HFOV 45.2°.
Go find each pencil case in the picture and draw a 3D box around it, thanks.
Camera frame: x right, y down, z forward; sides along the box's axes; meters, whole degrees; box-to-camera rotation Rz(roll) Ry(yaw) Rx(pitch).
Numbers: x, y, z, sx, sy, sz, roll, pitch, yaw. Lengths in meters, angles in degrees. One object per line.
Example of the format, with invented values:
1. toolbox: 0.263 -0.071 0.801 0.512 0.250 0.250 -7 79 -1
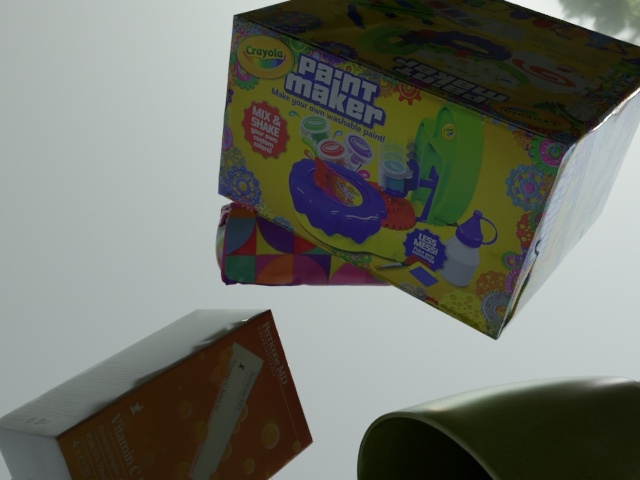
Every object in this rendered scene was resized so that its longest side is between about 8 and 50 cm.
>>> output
1. pencil case: 0.000 0.000 0.867 0.236 0.104 0.104 -2 -150 -10

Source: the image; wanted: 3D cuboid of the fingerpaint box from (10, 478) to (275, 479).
1. fingerpaint box: -0.342 0.519 1.403 0.445 0.371 0.163 39 167 -36

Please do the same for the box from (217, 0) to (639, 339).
1. box: 0.109 -0.106 0.700 0.290 0.177 0.279 28 -143 24

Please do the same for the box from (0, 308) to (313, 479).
1. box: -0.203 0.253 1.004 0.168 0.215 0.345 -5 -163 43

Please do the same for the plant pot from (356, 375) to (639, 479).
1. plant pot: 0.236 0.255 0.793 0.293 0.275 0.275 -17 -136 -31

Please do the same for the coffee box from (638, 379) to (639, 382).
1. coffee box: 0.511 0.191 1.104 0.113 0.184 0.040 -8 -138 -34
